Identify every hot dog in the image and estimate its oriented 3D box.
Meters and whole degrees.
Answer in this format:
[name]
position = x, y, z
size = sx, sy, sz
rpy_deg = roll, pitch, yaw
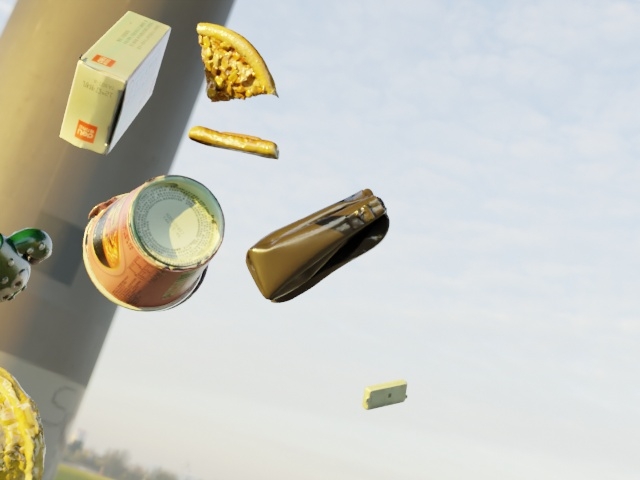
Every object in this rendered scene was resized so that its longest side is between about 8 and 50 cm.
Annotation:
[hot dog]
position = -0.120, -0.138, 1.246
size = 0.137, 0.028, 0.044
rpy_deg = 11, -11, 17

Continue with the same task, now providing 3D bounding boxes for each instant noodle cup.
[instant noodle cup]
position = -0.276, -0.006, 1.541
size = 0.243, 0.244, 0.255
rpy_deg = 23, -21, -16

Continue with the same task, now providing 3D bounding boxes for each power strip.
[power strip]
position = 0.108, 0.258, 1.484
size = 0.090, 0.040, 0.016
rpy_deg = -6, 23, -32

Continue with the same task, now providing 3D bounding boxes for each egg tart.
[egg tart]
position = -0.616, 0.361, 1.459
size = 0.341, 0.342, 0.132
rpy_deg = 11, -4, 18

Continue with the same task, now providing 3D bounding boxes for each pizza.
[pizza]
position = -0.153, -0.279, 1.459
size = 0.131, 0.041, 0.178
rpy_deg = -36, -90, 32

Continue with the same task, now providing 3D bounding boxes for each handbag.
[handbag]
position = 0.000, 0.000, 1.514
size = 0.114, 0.257, 0.285
rpy_deg = 57, 3, -1

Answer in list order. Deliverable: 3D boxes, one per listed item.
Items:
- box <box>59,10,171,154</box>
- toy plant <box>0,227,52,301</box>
[box]
position = -0.312, -0.251, 1.370
size = 0.079, 0.269, 0.135
rpy_deg = 21, -59, -6
[toy plant]
position = -0.670, 0.061, 1.831
size = 0.112, 0.232, 0.243
rpy_deg = 47, 7, 14
